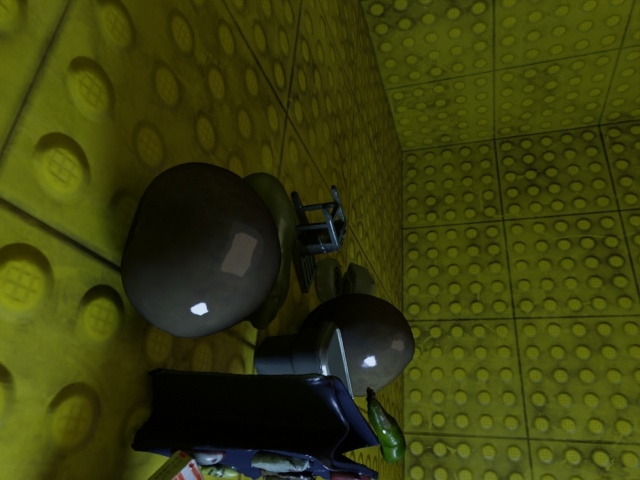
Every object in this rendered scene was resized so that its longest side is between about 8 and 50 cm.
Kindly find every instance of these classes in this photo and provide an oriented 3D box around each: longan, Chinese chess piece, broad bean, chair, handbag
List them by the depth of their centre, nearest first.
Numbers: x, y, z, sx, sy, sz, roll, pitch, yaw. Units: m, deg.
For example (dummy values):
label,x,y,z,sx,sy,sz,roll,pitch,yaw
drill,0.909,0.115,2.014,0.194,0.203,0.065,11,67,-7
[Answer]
label,x,y,z,sx,sy,sz,roll,pitch,yaw
longan,-0.170,0.019,0.680,0.246,0.215,0.246,36,33,-27
handbag,-0.081,0.313,0.740,0.329,0.303,0.121,64,28,-50
broad bean,0.112,0.320,0.776,0.061,0.046,0.195,-106,176,-57
broad bean,-0.121,0.018,0.893,0.238,0.119,0.291,-153,-115,-67
longan,0.096,0.271,1.264,0.350,0.289,0.288,147,-54,-65
chair,0.000,0.000,1.322,0.136,0.147,0.270,-66,145,-57
Chinese chess piece,0.030,0.128,1.520,0.144,0.059,0.144,-6,90,-72
handbag,0.100,0.199,1.573,0.256,0.079,0.219,-107,-143,-81

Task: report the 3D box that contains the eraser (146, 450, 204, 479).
label,x,y,z,sx,sy,sz,roll,pitch,yaw
eraser,-0.223,0.390,0.562,0.230,0.038,0.157,-38,127,-40

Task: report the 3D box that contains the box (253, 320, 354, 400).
label,x,y,z,sx,sy,sz,roll,pitch,yaw
box,-0.035,0.322,1.075,0.138,0.178,0.274,-57,139,-62
